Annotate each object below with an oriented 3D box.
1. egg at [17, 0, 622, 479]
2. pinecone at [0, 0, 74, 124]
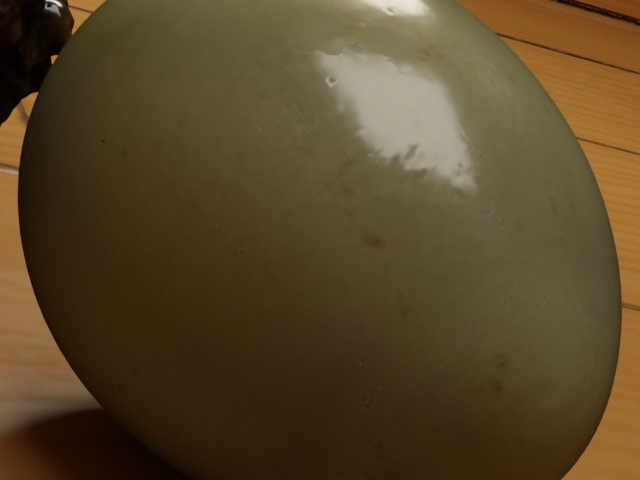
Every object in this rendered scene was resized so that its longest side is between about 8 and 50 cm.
[{"bbox_3d":[0.000,0.000,0.618,0.188,0.188,0.254,4,29,-43],"label":"egg"},{"bbox_3d":[-0.198,-0.103,0.701,0.202,0.229,0.201,-24,53,-37],"label":"pinecone"}]
